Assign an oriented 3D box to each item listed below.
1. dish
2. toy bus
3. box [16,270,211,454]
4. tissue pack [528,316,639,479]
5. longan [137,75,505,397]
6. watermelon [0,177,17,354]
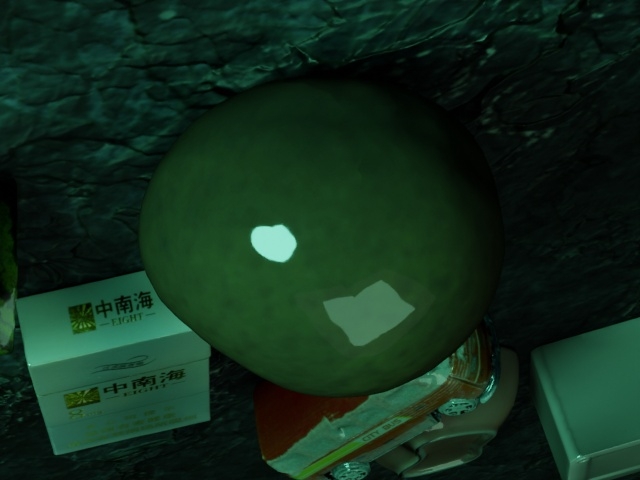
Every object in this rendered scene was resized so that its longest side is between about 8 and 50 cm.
[{"bbox_3d":[0.127,0.199,1.770,0.213,0.090,0.213,-14,157,-6],"label":"dish"},{"bbox_3d":[0.049,0.143,1.575,0.119,0.121,0.265,19,139,-39],"label":"toy bus"},{"bbox_3d":[-0.175,0.108,1.405,0.155,0.067,0.243,-14,157,-9],"label":"box"},{"bbox_3d":[0.373,0.174,1.819,0.246,0.136,0.159,-15,156,-1],"label":"tissue pack"},{"bbox_3d":[0.000,0.000,1.097,0.248,0.248,0.248,-14,156,-6],"label":"longan"},{"bbox_3d":[-0.263,0.011,1.157,0.135,0.125,0.094,6,-164,19],"label":"watermelon"}]
